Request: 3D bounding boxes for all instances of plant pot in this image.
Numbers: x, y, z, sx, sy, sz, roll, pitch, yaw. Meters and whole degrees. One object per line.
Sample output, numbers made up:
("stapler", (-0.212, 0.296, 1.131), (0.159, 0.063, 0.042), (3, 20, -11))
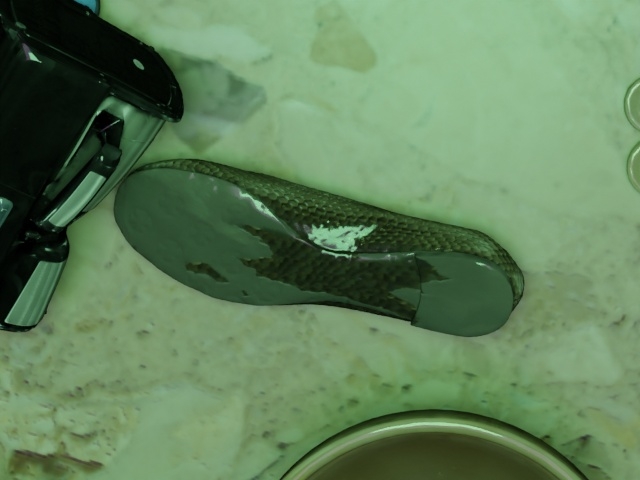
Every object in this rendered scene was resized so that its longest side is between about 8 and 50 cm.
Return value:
("plant pot", (0.068, 0.210, 1.141), (0.237, 0.110, 0.237), (1, 98, 4))

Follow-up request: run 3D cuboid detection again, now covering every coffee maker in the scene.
("coffee maker", (-0.194, -0.057, 1.108), (0.171, 0.120, 0.178), (35, 109, -4))

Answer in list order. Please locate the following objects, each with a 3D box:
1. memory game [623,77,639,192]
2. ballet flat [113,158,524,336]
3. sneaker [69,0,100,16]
("memory game", (0.271, -0.070, 1.133), (0.186, 0.012, 0.186), (1, 98, 4))
("ballet flat", (0.000, 0.000, 1.149), (0.250, 0.058, 0.084), (12, 121, 9))
("sneaker", (-0.236, -0.125, 1.132), (0.209, 0.082, 0.069), (-6, 96, 4))
